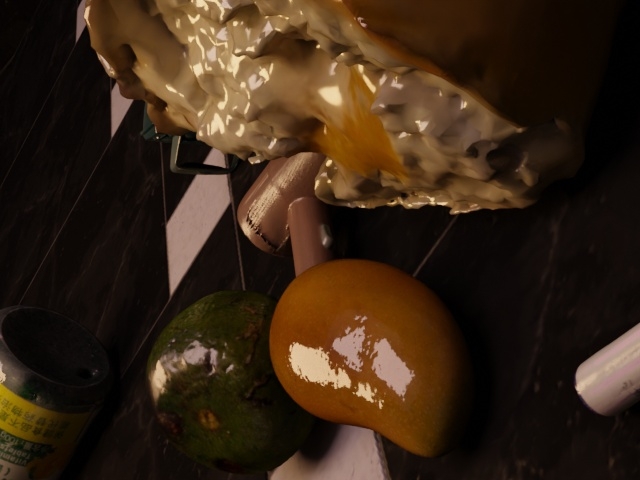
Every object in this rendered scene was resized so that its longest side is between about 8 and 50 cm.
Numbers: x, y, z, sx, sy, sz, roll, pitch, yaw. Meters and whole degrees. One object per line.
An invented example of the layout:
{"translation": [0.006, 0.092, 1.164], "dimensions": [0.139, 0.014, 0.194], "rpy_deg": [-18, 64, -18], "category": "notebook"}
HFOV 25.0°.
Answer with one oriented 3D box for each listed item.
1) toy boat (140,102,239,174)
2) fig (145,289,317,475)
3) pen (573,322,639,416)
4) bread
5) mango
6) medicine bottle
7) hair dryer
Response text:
{"translation": [-0.076, -0.130, 1.267], "dimensions": [0.246, 0.092, 0.103], "rpy_deg": [-28, 65, 57], "category": "toy boat"}
{"translation": [-0.048, 0.086, 0.993], "dimensions": [0.123, 0.123, 0.156], "rpy_deg": [-52, -2, 33], "category": "fig"}
{"translation": [0.197, 0.006, 0.590], "dimensions": [0.269, 0.033, 0.033], "rpy_deg": [-45, 31, 45], "category": "pen"}
{"translation": [0.026, -0.239, 0.871], "dimensions": [0.361, 0.250, 0.394], "rpy_deg": [7, 75, 56], "category": "bread"}
{"translation": [0.029, 0.065, 0.851], "dimensions": [0.184, 0.084, 0.102], "rpy_deg": [29, 97, 62], "category": "mango"}
{"translation": [-0.328, 0.214, 1.454], "dimensions": [0.293, 0.141, 0.141], "rpy_deg": [-57, 24, 25], "category": "medicine bottle"}
{"translation": [0.000, 0.000, 1.025], "dimensions": [0.117, 0.064, 0.182], "rpy_deg": [-49, 36, 36], "category": "hair dryer"}
